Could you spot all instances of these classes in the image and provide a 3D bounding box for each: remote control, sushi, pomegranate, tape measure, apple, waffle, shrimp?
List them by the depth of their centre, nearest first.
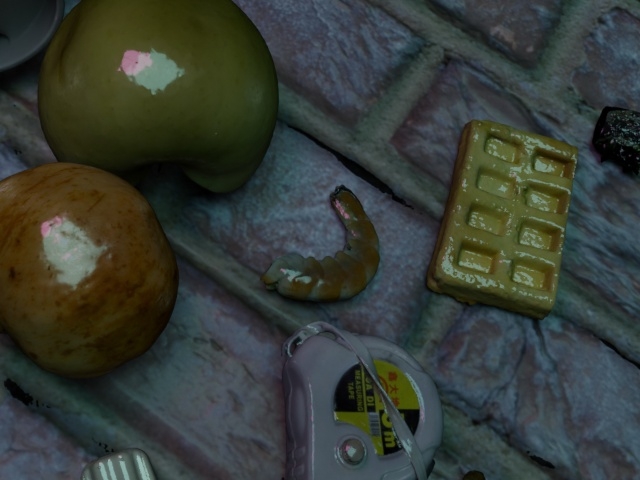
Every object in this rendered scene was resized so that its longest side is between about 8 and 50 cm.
[{"bbox_3d":[-0.202,0.349,0.920,0.090,0.049,0.230,-18,76,-13],"label":"remote control"},{"bbox_3d":[-0.283,0.035,0.931,0.248,0.248,0.248,3,70,-9],"label":"pomegranate"},{"bbox_3d":[0.049,0.212,0.978,0.197,0.120,0.236,5,65,-20],"label":"tape measure"},{"bbox_3d":[-0.197,-0.198,1.020,0.295,0.233,0.257,1,72,-10],"label":"apple"},{"bbox_3d":[0.000,0.000,1.085,0.161,0.049,0.166,2,69,-12],"label":"shrimp"},{"bbox_3d":[0.255,-0.037,1.135,0.168,0.057,0.274,18,69,-3],"label":"waffle"},{"bbox_3d":[0.446,-0.149,1.210,0.083,0.056,0.084,24,67,-1],"label":"sushi"}]

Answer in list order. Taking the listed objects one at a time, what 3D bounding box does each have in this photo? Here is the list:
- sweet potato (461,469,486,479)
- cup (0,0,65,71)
[{"bbox_3d":[0.157,0.404,0.953,0.075,0.075,0.273,22,66,-2],"label":"sweet potato"},{"bbox_3d":[-0.503,-0.363,1.028,0.357,0.259,0.274,-28,60,21],"label":"cup"}]
